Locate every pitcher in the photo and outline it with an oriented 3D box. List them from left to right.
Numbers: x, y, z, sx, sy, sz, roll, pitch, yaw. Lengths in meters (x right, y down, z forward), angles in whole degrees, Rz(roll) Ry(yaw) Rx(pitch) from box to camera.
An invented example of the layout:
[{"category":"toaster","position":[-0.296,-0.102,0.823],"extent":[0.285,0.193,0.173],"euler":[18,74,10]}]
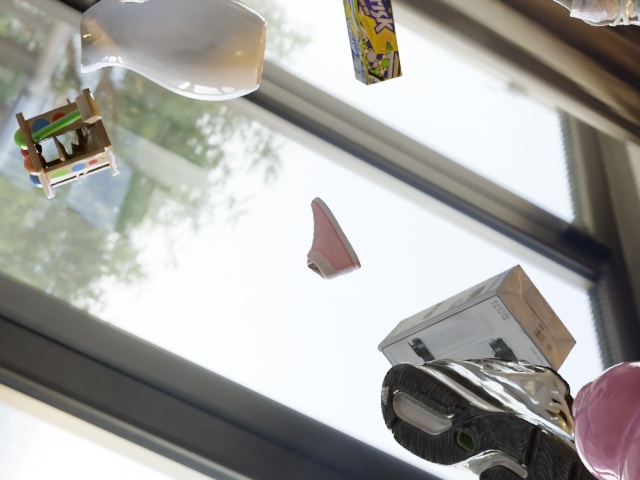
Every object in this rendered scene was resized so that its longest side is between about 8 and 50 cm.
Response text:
[{"category":"pitcher","position":[-0.168,-0.251,1.504],"extent":[0.178,0.207,0.125],"euler":[-80,178,-50]}]

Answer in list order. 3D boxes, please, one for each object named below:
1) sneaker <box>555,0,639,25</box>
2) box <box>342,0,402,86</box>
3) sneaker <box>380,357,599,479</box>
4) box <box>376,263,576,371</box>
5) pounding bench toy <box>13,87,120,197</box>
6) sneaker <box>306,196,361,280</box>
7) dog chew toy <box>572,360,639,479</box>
[{"category":"sneaker","position":[0.405,-0.302,1.590],"extent":[0.152,0.305,0.114],"euler":[-41,145,-33]},{"category":"box","position":[0.071,-0.313,1.800],"extent":[0.054,0.059,0.169],"euler":[-140,-145,-61]},{"category":"sneaker","position":[0.316,0.267,1.688],"extent":[0.447,0.257,0.169],"euler":[33,-58,42]},{"category":"box","position":[0.250,0.170,2.048],"extent":[0.290,0.169,0.087],"euler":[-32,-171,44]},{"category":"pounding bench toy","position":[-0.191,-0.076,0.919],"extent":[0.083,0.065,0.052],"euler":[96,-28,-70]},{"category":"sneaker","position":[0.000,0.000,1.806],"extent":[0.070,0.134,0.051],"euler":[-28,151,-3]},{"category":"dog chew toy","position":[0.380,0.218,1.175],"extent":[0.332,0.206,0.206],"euler":[25,-92,43]}]
